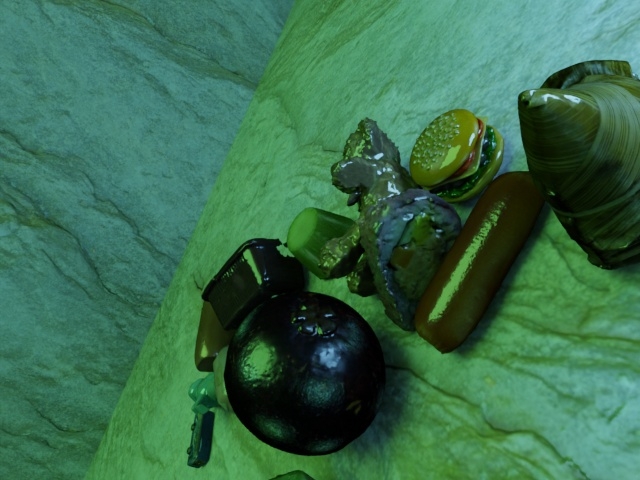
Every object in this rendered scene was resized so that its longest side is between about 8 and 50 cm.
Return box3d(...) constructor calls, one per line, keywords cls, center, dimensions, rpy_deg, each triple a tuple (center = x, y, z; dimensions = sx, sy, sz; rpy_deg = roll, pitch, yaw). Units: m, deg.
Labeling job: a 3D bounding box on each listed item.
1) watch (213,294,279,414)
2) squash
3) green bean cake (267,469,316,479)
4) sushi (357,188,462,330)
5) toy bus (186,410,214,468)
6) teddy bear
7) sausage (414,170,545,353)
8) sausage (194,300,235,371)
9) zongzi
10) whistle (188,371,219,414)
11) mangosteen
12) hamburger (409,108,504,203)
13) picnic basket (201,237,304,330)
box3d(cls="watch", center=(-0.117, 0.265, 1.066), dimensions=(0.241, 0.162, 0.253), rpy_deg=(-46, 32, 10))
box3d(cls="squash", center=(0.000, 0.000, 1.096), dimensions=(0.170, 0.123, 0.170), rpy_deg=(-36, 38, 36))
box3d(cls="green bean cake", center=(-0.091, 0.508, 0.743), dimensions=(0.248, 0.125, 0.222), rpy_deg=(-33, 18, 48))
box3d(cls="sushi", center=(0.161, 0.025, 0.759), dimensions=(0.161, 0.241, 0.107), rpy_deg=(-25, 25, -7))
box3d(cls="toy bus", center=(-0.346, 0.570, 1.311), dimensions=(0.061, 0.051, 0.153), rpy_deg=(-41, 34, 30))
box3d(cls="teddy bear", center=(0.076, -0.072, 0.887), dimensions=(0.296, 0.246, 0.222), rpy_deg=(-51, 51, -1))
box3d(cls="sausage", center=(0.232, 0.025, 0.662), dimensions=(0.300, 0.083, 0.089), rpy_deg=(-62, 14, 2))
box3d(cls="sausage", center=(-0.333, 0.272, 1.471), dimensions=(0.121, 0.121, 0.304), rpy_deg=(-45, 33, 36))
box3d(cls="zongzi", center=(0.275, -0.143, 0.493), dimensions=(0.134, 0.288, 0.286), rpy_deg=(-32, 40, 40))
box3d(cls="whistle", center=(-0.298, 0.429, 1.301), dimensions=(0.274, 0.093, 0.186), rpy_deg=(-32, 14, 44))
box3d(cls="mangosteen", center=(-0.027, 0.230, 0.778), dimensions=(0.288, 0.288, 0.288), rpy_deg=(-43, 33, 38))
box3d(cls="hamburger", center=(0.231, -0.144, 0.777), dimensions=(0.162, 0.115, 0.162), rpy_deg=(-41, 34, 37))
box3d(cls="picnic basket", center=(-0.167, 0.134, 1.220), dimensions=(0.297, 0.222, 0.129), rpy_deg=(-46, 54, 34))
